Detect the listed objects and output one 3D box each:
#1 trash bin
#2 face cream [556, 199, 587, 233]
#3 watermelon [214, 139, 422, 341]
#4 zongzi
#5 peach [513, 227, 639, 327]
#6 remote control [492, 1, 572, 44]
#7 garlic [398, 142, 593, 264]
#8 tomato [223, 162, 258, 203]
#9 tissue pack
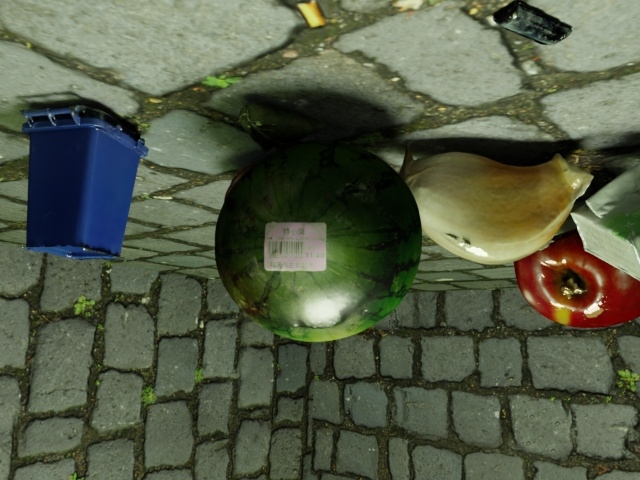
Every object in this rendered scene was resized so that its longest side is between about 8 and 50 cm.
[{"bbox_3d":[-0.398,-0.092,0.944,0.162,0.234,0.184,0,169,16],"label":"trash bin"},{"bbox_3d":[0.659,-0.053,1.310,0.269,0.082,0.082,0,168,9],"label":"face cream"},{"bbox_3d":[0.000,0.000,0.943,0.363,0.363,0.363,2,169,0],"label":"watermelon"},{"bbox_3d":[-0.058,-0.186,0.884,0.119,0.055,0.109,-11,166,12],"label":"zongzi"},{"bbox_3d":[0.554,0.074,1.163,0.257,0.201,0.361,-25,166,33],"label":"peach"},{"bbox_3d":[0.238,-0.239,0.644,0.096,0.014,0.039,8,167,-30],"label":"remote control"},{"bbox_3d":[0.304,-0.075,1.052,0.313,0.286,0.249,-5,123,10],"label":"garlic"},{"bbox_3d":[-0.080,-0.104,1.173,0.228,0.101,0.228,-4,156,-2],"label":"tomato"},{"bbox_3d":[0.549,-0.066,0.923,0.229,0.145,0.159,-31,-156,0],"label":"tissue pack"}]
